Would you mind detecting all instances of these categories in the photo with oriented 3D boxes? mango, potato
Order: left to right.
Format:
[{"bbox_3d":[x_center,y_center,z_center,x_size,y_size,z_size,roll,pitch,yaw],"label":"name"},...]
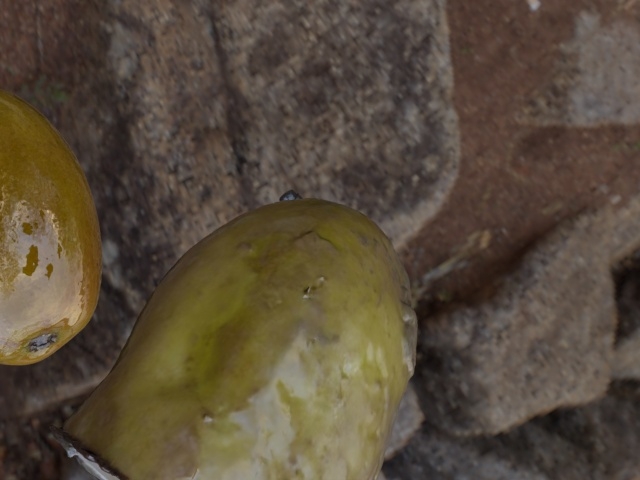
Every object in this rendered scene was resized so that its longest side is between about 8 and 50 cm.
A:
[{"bbox_3d":[-0.418,-0.024,1.812,0.263,0.378,0.221,-17,176,33],"label":"mango"},{"bbox_3d":[-0.032,0.092,0.934,0.266,0.229,0.229,-54,134,-17],"label":"potato"}]

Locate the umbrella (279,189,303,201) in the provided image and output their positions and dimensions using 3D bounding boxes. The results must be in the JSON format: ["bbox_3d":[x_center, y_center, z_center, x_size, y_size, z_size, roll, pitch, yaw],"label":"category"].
[{"bbox_3d":[0.000,0.001,1.527,0.031,0.036,0.133,-38,100,1],"label":"umbrella"}]
